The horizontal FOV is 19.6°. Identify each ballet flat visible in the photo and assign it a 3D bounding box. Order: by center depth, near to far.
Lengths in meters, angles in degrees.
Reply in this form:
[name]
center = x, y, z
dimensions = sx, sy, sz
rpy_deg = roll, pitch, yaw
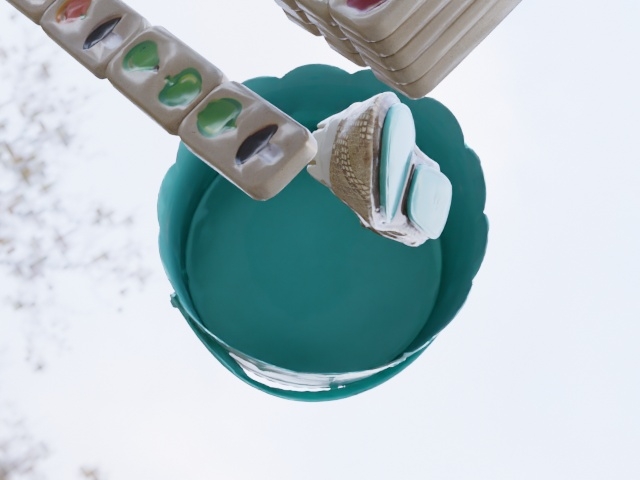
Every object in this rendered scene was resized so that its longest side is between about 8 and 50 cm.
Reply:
[ballet flat]
center = 0.027, -0.039, 1.083
dimensions = 0.067, 0.073, 0.206
rpy_deg = 13, -12, 15

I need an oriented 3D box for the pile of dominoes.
[pile of dominoes]
center = -0.016, -0.134, 0.691
dimensions = 0.251, 0.196, 0.040
rpy_deg = 38, -9, 47

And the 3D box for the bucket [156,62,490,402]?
[bucket]
center = 0.000, 0.000, 1.575
dimensions = 0.281, 0.281, 0.183
rpy_deg = 48, -9, 7
